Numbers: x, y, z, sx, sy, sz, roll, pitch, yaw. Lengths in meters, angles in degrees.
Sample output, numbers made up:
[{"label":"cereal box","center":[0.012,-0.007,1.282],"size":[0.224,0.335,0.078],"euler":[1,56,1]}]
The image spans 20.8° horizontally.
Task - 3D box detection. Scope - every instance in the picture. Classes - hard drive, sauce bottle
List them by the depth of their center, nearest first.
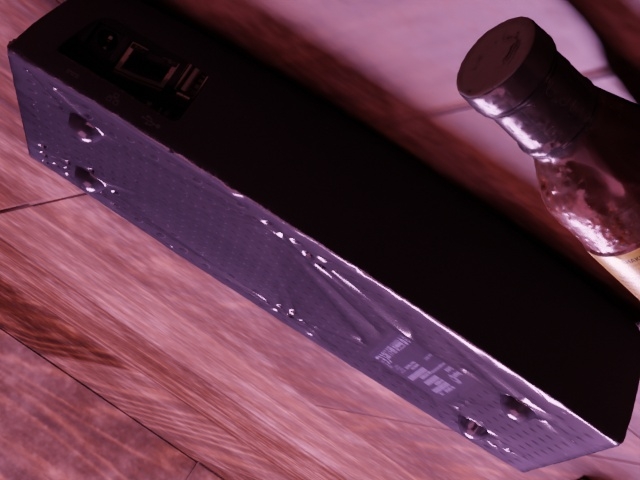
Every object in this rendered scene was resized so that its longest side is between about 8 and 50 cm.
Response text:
[{"label":"sauce bottle","center":[0.087,-0.010,0.462],"size":[0.128,0.042,0.042],"euler":[40,166,-30]},{"label":"hard drive","center":[0.000,0.000,0.680],"size":[0.254,0.054,0.172],"euler":[33,167,1]}]
